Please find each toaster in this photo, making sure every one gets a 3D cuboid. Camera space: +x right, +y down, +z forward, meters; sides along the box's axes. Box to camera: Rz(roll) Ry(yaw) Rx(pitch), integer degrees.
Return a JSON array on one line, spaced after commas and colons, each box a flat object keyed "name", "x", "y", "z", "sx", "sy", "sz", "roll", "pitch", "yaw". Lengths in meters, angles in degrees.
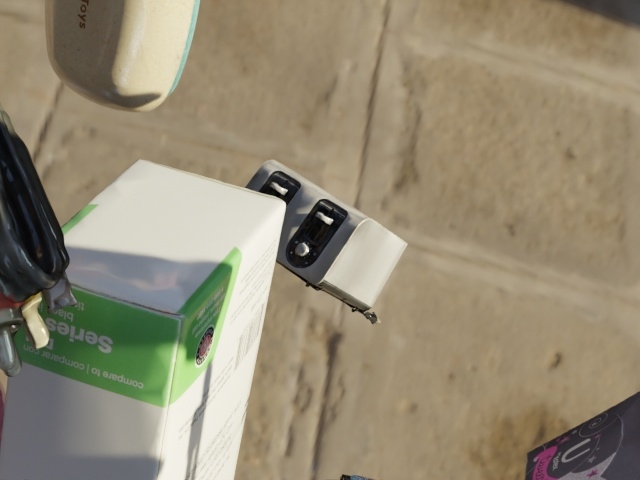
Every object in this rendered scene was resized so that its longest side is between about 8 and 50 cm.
[{"name": "toaster", "x": 0.000, "y": 0.000, "z": 2.050, "sx": 0.168, "sy": 0.185, "sz": 0.110, "roll": 33, "pitch": 91, "yaw": 30}]

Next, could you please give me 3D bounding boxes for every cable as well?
[{"name": "cable", "x": -0.210, "y": -0.062, "z": 0.940, "sx": 0.072, "sy": 0.139, "sz": 0.287, "roll": -23, "pitch": 93, "yaw": -1}]

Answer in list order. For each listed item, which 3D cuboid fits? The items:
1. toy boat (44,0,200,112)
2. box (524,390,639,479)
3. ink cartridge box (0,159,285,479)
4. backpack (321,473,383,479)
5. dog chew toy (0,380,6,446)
[{"name": "toy boat", "x": -0.236, "y": -0.292, "z": 1.762, "sx": 0.318, "sy": 0.267, "sz": 0.148, "roll": 28, "pitch": 25, "yaw": 34}, {"name": "box", "x": 0.306, "y": 0.292, "z": 1.745, "sx": 0.142, "sy": 0.163, "sz": 0.247, "roll": 54, "pitch": 20, "yaw": -11}, {"name": "ink cartridge box", "x": -0.131, "y": 0.120, "z": 1.178, "sx": 0.121, "sy": 0.289, "sz": 0.211, "roll": 16, "pitch": 25, "yaw": 10}, {"name": "backpack", "x": 0.043, "y": 0.210, "z": 0.936, "sx": 0.158, "sy": 0.117, "sz": 0.173, "roll": 14, "pitch": 19, "yaw": -8}, {"name": "dog chew toy", "x": -0.310, "y": 0.223, "z": 1.239, "sx": 0.206, "sy": 0.206, "sz": 0.332, "roll": -10, "pitch": 65, "yaw": -24}]
